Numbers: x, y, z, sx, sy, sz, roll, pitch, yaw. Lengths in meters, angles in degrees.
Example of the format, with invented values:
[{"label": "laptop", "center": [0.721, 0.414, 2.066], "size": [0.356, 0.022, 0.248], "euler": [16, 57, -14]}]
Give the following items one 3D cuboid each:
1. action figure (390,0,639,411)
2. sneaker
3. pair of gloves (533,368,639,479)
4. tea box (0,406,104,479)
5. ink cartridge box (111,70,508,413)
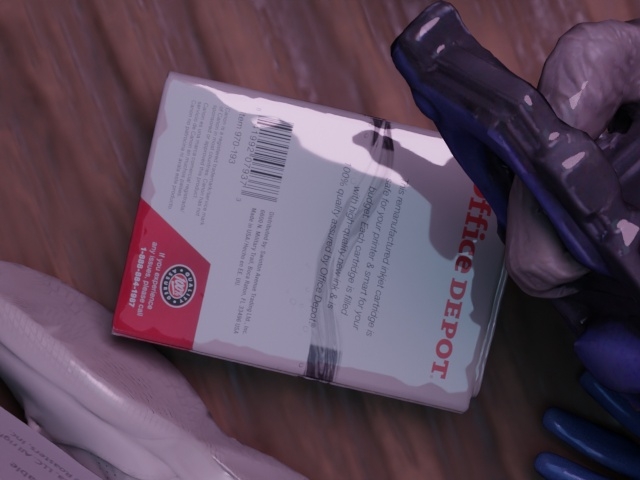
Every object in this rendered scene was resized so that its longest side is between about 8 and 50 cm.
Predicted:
[{"label": "action figure", "center": [0.200, 0.023, 0.467], "size": [0.178, 0.330, 0.341], "euler": [-44, 113, -20]}, {"label": "sneaker", "center": [-0.083, 0.102, 0.605], "size": [0.212, 0.080, 0.094], "euler": [42, 103, -2]}, {"label": "pair of gloves", "center": [0.136, 0.148, 0.584], "size": [0.159, 0.023, 0.198], "euler": [28, 70, 22]}, {"label": "tea box", "center": [-0.253, 0.186, 0.503], "size": [0.329, 0.220, 0.323], "euler": [38, 103, -1]}, {"label": "ink cartridge box", "center": [0.000, 0.000, 0.604], "size": [0.150, 0.063, 0.109], "euler": [13, 92, -1]}]
